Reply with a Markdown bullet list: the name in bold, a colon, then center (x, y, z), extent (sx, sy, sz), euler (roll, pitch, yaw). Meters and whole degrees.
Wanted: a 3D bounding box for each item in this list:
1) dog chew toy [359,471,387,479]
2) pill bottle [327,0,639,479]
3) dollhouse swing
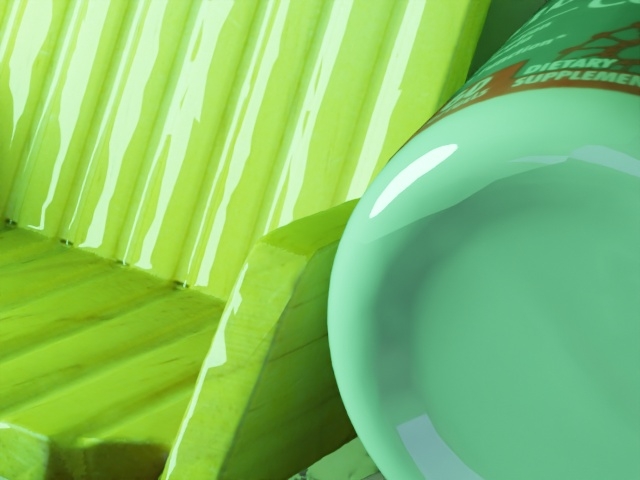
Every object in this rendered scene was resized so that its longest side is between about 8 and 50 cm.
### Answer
- **dog chew toy**: center (0.132, 0.188, 1.018), extent (0.332, 0.206, 0.206), euler (-11, 108, 37)
- **pill bottle**: center (0.163, -0.023, 0.794), extent (0.210, 0.363, 0.210), euler (11, 118, 20)
- **dollhouse swing**: center (-0.107, -0.094, 0.875), extent (0.347, 0.315, 0.305), euler (19, 108, 23)
